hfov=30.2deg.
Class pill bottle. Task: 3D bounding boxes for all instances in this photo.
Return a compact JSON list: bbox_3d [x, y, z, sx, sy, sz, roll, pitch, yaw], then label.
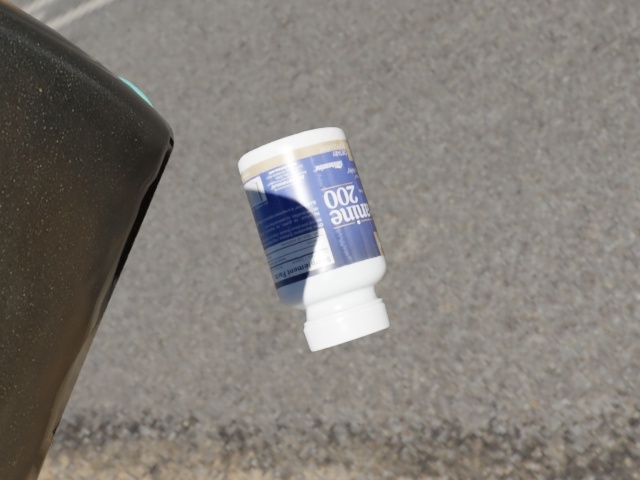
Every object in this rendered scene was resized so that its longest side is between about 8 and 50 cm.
[{"bbox_3d":[0.000,0.000,0.689,0.067,0.120,0.067,-18,-3,-1],"label":"pill bottle"}]

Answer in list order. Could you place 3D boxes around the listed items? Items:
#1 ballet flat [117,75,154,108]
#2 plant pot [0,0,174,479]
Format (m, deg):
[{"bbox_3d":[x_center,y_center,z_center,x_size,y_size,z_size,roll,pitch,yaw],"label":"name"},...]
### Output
[{"bbox_3d":[-0.187,-0.077,0.764,0.247,0.087,0.083,27,117,55],"label":"ballet flat"},{"bbox_3d":[-0.178,-0.011,0.347,0.188,0.167,0.187,17,74,13],"label":"plant pot"}]
